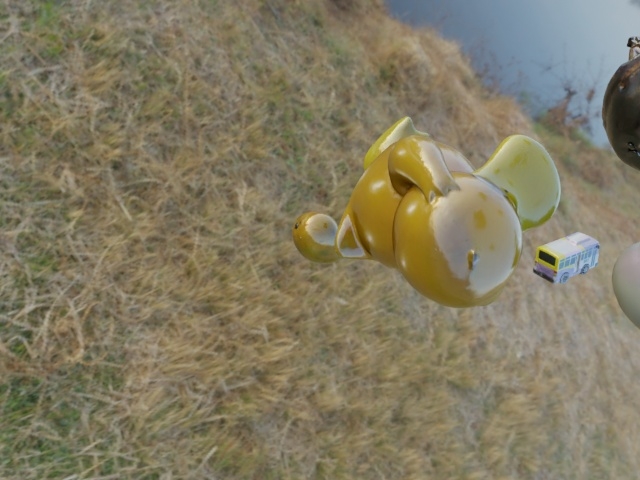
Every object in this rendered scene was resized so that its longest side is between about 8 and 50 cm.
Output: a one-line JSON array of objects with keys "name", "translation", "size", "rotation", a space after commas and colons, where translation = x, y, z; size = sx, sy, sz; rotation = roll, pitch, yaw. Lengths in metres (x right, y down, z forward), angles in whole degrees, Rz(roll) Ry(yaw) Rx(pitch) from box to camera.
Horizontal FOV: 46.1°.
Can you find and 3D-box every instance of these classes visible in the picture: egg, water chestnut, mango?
[{"name": "egg", "translation": [0.367, 0.056, 0.778], "size": [0.135, 0.103, 0.103], "rotation": [34, 33, 11]}, {"name": "water chestnut", "translation": [0.641, -0.246, 1.350], "size": [0.289, 0.289, 0.244], "rotation": [37, 67, -35]}, {"name": "mango", "translation": [-0.005, 0.000, 1.749], "size": [0.163, 0.111, 0.090], "rotation": [74, 6, -47]}]

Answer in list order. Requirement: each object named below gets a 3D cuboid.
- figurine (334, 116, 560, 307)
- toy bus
[{"name": "figurine", "translation": [0.119, -0.023, 0.756], "size": [0.215, 0.228, 0.215], "rotation": [-1, 91, -35]}, {"name": "toy bus", "translation": [0.386, 0.024, 1.176], "size": [0.102, 0.052, 0.058], "rotation": [-18, 123, -28]}]
